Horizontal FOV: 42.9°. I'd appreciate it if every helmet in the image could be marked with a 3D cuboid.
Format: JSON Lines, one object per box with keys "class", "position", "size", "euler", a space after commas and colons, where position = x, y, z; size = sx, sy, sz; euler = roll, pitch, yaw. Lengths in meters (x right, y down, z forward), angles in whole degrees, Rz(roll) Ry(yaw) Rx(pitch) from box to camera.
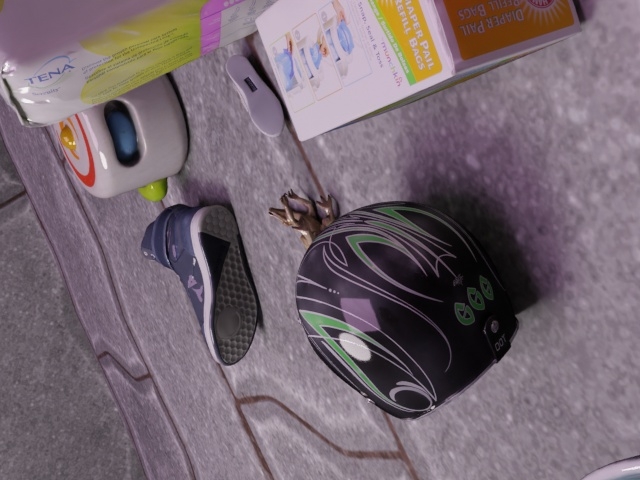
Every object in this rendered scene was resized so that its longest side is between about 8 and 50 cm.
{"class": "helmet", "position": [0.061, 0.047, 0.666], "size": [0.161, 0.169, 0.169], "euler": [48, 152, -1]}

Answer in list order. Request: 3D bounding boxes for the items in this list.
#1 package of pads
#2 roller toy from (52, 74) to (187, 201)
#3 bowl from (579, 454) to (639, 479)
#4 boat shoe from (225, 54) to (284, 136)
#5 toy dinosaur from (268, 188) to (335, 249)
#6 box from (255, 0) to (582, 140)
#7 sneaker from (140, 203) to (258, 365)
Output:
{"class": "package of pads", "position": [-0.159, -0.245, 0.667], "size": [0.229, 0.297, 0.101], "euler": [57, 164, 15]}
{"class": "roller toy", "position": [-0.288, -0.162, 1.125], "size": [0.209, 0.146, 0.191], "euler": [56, 151, 19]}
{"class": "bowl", "position": [0.284, 0.209, 0.402], "size": [0.311, 0.163, 0.311], "euler": [40, 143, 38]}
{"class": "boat shoe", "position": [-0.069, -0.152, 0.877], "size": [0.100, 0.035, 0.035], "euler": [56, 179, 9]}
{"class": "toy dinosaur", "position": [0.000, 0.000, 0.873], "size": [0.183, 0.053, 0.092], "euler": [52, 166, 38]}
{"class": "box", "position": [0.057, -0.150, 0.562], "size": [0.203, 0.114, 0.103], "euler": [-10, 102, 63]}
{"class": "sneaker", "position": [-0.172, 0.056, 1.146], "size": [0.163, 0.086, 0.226], "euler": [6, 108, 47]}
